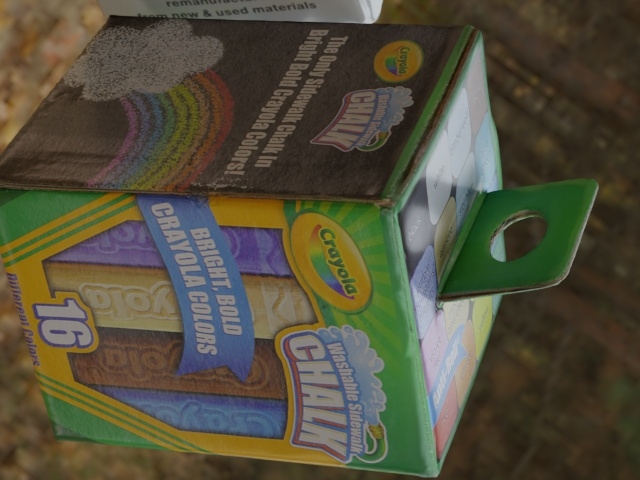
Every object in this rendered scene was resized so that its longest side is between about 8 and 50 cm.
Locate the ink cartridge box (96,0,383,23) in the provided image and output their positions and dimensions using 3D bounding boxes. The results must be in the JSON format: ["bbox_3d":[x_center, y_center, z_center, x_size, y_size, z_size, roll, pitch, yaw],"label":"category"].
[{"bbox_3d":[-0.055,-0.263,0.789,0.306,0.131,0.226,64,32,-47],"label":"ink cartridge box"}]

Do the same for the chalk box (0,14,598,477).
[{"bbox_3d":[0.000,0.000,0.780,0.132,0.213,0.132,-61,150,-49],"label":"chalk box"}]
